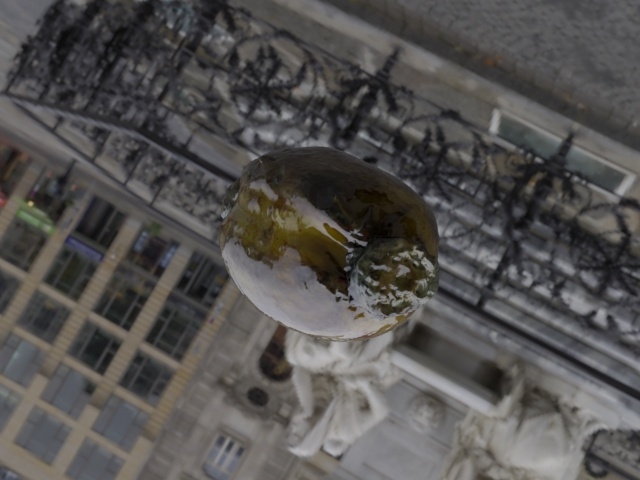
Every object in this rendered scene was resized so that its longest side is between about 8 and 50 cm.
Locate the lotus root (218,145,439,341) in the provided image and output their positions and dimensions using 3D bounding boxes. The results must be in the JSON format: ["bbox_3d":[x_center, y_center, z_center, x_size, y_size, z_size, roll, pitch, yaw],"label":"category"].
[{"bbox_3d":[0.000,0.000,0.608,0.120,0.120,0.209,34,176,-37],"label":"lotus root"}]
